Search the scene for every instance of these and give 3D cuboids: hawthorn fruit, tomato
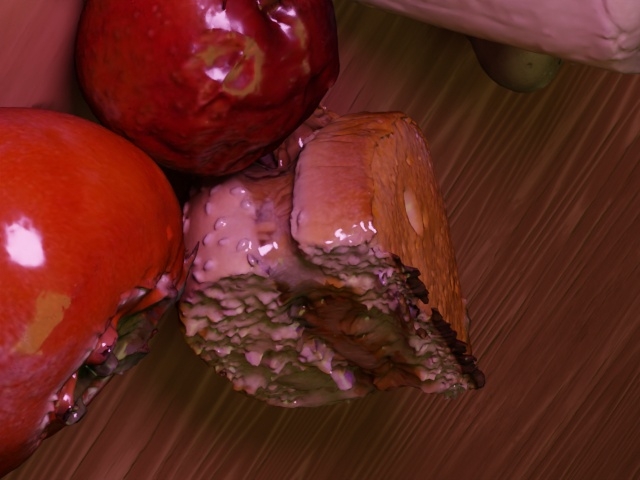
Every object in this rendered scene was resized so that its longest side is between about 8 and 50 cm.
[{"bbox_3d":[-0.084,-0.182,1.536,0.230,0.210,0.266,-9,162,-29],"label":"hawthorn fruit"},{"bbox_3d":[-0.275,0.026,1.490,0.341,0.273,0.341,-51,176,-5],"label":"tomato"}]

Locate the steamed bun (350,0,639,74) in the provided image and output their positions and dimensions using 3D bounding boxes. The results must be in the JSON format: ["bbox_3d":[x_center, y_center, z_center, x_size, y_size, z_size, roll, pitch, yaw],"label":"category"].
[{"bbox_3d":[0.153,-0.361,1.506,0.290,0.371,0.456,-63,152,-17],"label":"steamed bun"}]

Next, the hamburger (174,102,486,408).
[{"bbox_3d":[0.000,0.000,1.817,0.268,0.287,0.445,-11,154,15],"label":"hamburger"}]

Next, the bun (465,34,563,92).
[{"bbox_3d":[0.226,-0.267,1.919,0.231,0.133,0.231,-59,171,-16],"label":"bun"}]
